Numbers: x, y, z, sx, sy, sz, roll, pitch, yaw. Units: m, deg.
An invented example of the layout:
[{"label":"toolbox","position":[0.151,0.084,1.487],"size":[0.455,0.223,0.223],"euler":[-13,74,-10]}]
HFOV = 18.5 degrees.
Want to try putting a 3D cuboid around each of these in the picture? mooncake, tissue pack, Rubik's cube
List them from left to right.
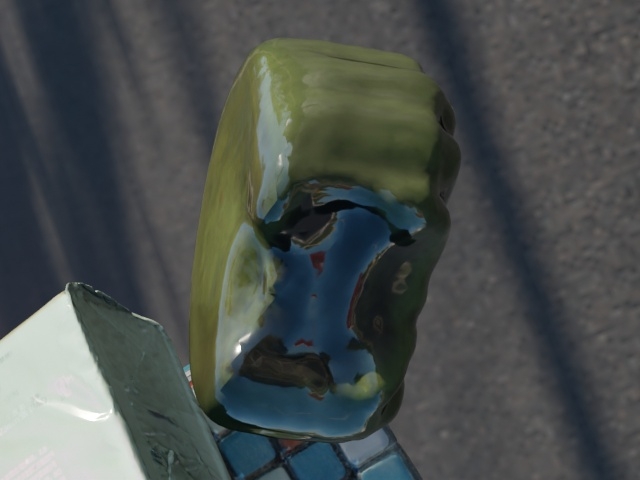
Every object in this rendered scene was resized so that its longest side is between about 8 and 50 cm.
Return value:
[{"label":"tissue pack","position":[-0.300,0.301,2.046],"size":[0.205,0.405,0.332],"euler":[25,-147,-53]},{"label":"Rubik's cube","position":[-0.064,0.246,2.319],"size":[0.259,0.253,0.256],"euler":[61,170,-3]},{"label":"mooncake","position":[0.000,0.000,1.726],"size":[0.351,0.187,0.351],"euler":[-174,90,-78]}]
